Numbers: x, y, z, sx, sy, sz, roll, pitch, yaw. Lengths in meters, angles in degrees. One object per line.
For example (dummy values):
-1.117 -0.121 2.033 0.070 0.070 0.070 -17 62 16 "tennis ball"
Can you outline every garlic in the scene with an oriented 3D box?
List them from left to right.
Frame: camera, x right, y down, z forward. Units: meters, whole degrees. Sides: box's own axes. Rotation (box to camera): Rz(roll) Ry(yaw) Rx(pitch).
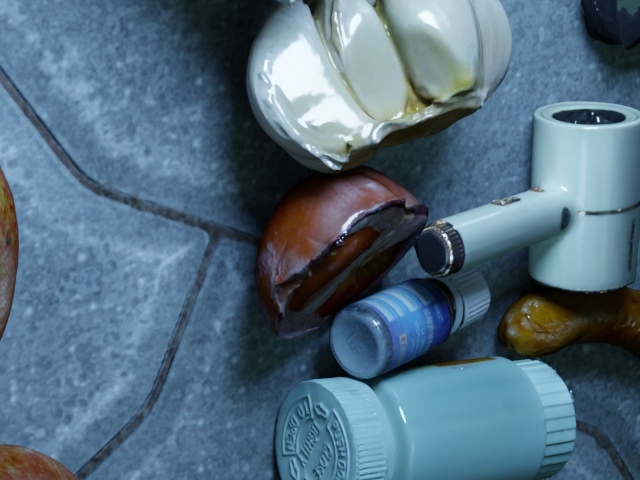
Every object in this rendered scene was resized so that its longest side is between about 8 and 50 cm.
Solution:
0.052 -0.189 1.836 0.281 0.185 0.203 -25 88 -6 "garlic"

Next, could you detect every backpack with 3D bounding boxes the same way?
0.376 -0.281 2.070 0.165 0.106 0.120 -37 126 -24 "backpack"

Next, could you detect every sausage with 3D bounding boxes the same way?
0.337 0.100 2.183 0.302 0.076 0.102 11 96 -37 "sausage"

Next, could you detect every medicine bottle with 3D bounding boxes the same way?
0.101 0.083 1.987 0.203 0.083 0.083 -23 118 -46 "medicine bottle"
0.122 0.214 2.015 0.318 0.158 0.158 -4 107 -34 "medicine bottle"

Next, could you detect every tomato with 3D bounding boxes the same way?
0.000 0.000 1.880 0.199 0.112 0.228 -46 162 6 "tomato"

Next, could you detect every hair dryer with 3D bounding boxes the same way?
0.220 -0.025 1.994 0.362 0.128 0.203 -17 115 -44 "hair dryer"

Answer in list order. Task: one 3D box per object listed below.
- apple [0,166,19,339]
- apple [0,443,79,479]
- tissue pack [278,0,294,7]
-0.426 0.012 1.484 0.348 0.277 0.348 -14 114 -35 "apple"
-0.299 0.287 1.728 0.188 0.174 0.188 -12 114 -30 "apple"
-0.004 -0.471 1.676 0.405 0.205 0.331 -43 129 -16 "tissue pack"
